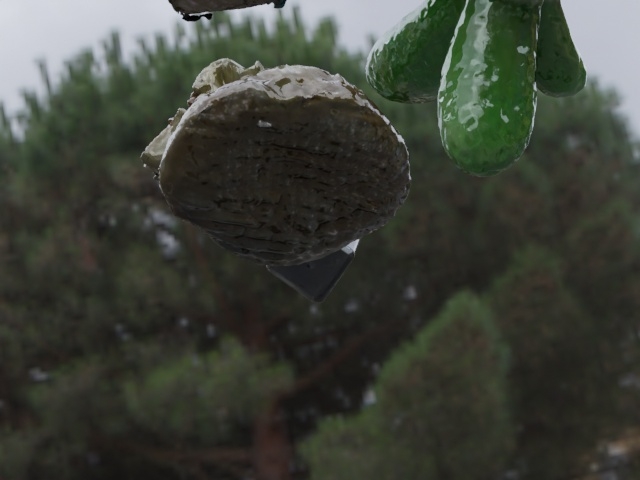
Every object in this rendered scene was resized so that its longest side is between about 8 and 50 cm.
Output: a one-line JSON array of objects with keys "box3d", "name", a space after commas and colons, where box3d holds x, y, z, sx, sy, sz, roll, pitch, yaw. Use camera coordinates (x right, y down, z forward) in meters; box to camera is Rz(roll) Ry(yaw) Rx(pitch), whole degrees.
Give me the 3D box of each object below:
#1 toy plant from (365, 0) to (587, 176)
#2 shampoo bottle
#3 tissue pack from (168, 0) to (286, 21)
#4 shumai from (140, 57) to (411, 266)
[{"box3d": [0.166, -0.262, 1.592, 0.211, 0.356, 0.317, 4, 21, -19], "name": "toy plant"}, {"box3d": [0.000, 0.000, 2.004, 0.079, 0.080, 0.246, -54, 2, 12], "name": "shampoo bottle"}, {"box3d": [-0.100, -0.374, 1.639, 0.134, 0.271, 0.192, -3, -37, -14], "name": "tissue pack"}, {"box3d": [-0.044, -0.072, 1.267, 0.209, 0.153, 0.161, 9, -65, -36], "name": "shumai"}]
